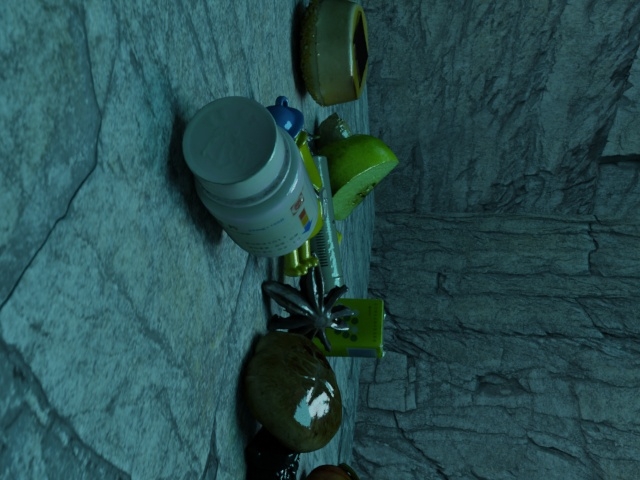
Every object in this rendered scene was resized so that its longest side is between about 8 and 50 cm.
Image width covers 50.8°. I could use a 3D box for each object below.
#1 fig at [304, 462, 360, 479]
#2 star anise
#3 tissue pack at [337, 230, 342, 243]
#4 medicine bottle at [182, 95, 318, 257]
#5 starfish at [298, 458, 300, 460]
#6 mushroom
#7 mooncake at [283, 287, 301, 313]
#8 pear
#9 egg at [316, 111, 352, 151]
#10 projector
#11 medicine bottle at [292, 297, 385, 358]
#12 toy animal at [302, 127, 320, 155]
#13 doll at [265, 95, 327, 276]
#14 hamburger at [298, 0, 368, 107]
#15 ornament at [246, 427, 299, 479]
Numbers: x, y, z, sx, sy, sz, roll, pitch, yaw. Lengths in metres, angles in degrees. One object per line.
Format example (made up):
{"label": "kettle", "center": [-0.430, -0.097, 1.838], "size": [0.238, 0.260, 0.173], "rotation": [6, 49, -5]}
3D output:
{"label": "fig", "center": [0.036, 0.754, 1.977], "size": [0.205, 0.205, 0.205], "rotation": [1, 90, -81]}
{"label": "star anise", "center": [-0.029, 0.151, 1.533], "size": [0.110, 0.198, 0.257], "rotation": [-119, -169, -65]}
{"label": "tissue pack", "center": [0.000, 0.000, 1.891], "size": [0.095, 0.062, 0.176], "rotation": [47, 20, -8]}
{"label": "medicine bottle", "center": [-0.103, -0.091, 1.051], "size": [0.293, 0.170, 0.170], "rotation": [69, 24, -70]}
{"label": "starfish", "center": [-0.069, 0.525, 1.744], "size": [0.130, 0.041, 0.133], "rotation": [-89, 170, -68]}
{"label": "mushroom", "center": [-0.053, 0.306, 1.396], "size": [0.278, 0.146, 0.278], "rotation": [42, 30, -32]}
{"label": "mooncake", "center": [-0.044, 0.098, 1.795], "size": [0.150, 0.057, 0.347], "rotation": [-43, -173, 36]}
{"label": "pear", "center": [0.055, -0.194, 1.962], "size": [0.159, 0.292, 0.292], "rotation": [51, 0, 15]}
{"label": "egg", "center": [0.040, -0.320, 2.084], "size": [0.140, 0.116, 0.118], "rotation": [114, -36, -45]}
{"label": "projector", "center": [-0.014, -0.035, 1.639], "size": [0.108, 0.108, 0.337], "rotation": [16, 66, -80]}
{"label": "medicine bottle", "center": [0.047, 0.236, 1.794], "size": [0.141, 0.250, 0.137], "rotation": [75, 17, -67]}
{"label": "toy animal", "center": [-0.038, -0.203, 1.762], "size": [0.105, 0.070, 0.202], "rotation": [-47, 146, -47]}
{"label": "doll", "center": [-0.061, -0.114, 1.391], "size": [0.199, 0.145, 0.363], "rotation": [-34, 121, -63]}
{"label": "hamburger", "center": [0.029, -0.502, 1.810], "size": [0.302, 0.170, 0.302], "rotation": [3, 90, -76]}
{"label": "ornament", "center": [-0.098, 0.536, 1.449], "size": [0.251, 0.106, 0.260], "rotation": [-27, 123, -76]}
